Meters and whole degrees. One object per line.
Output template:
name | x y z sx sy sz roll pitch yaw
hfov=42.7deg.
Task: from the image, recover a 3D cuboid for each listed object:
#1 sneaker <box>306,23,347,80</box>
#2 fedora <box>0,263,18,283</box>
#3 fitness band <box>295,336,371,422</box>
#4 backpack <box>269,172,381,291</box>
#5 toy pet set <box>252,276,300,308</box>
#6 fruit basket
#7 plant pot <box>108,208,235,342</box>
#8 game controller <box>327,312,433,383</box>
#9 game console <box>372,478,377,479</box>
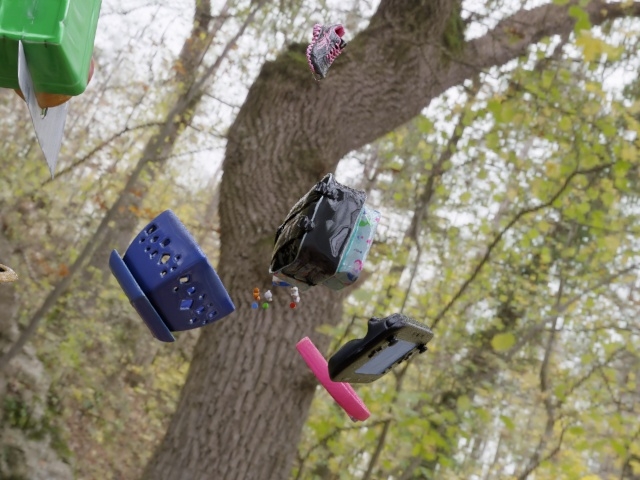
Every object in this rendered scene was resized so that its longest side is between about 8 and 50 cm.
sneaker | 0.013 -0.304 1.303 0.057 0.119 0.047 -4 -36 19
fedora | -0.754 0.086 1.755 0.195 0.079 0.194 13 5 -1
fitness band | 0.028 0.366 2.138 0.209 0.054 0.291 52 -4 -36
backpack | 0.000 0.000 1.767 0.191 0.225 0.253 30 -27 -17
toy pet set | -0.111 0.134 2.202 0.122 0.114 0.065 0 -16 17
fruit basket | -0.462 -0.319 1.381 0.166 0.326 0.353 8 -20 -12
plant pot | -0.384 0.101 2.062 0.236 0.212 0.236 48 -15 42
game controller | 0.114 0.203 1.493 0.067 0.166 0.319 45 6 21
game console | 0.105 0.458 1.237 0.085 0.124 0.144 40 -7 -30
